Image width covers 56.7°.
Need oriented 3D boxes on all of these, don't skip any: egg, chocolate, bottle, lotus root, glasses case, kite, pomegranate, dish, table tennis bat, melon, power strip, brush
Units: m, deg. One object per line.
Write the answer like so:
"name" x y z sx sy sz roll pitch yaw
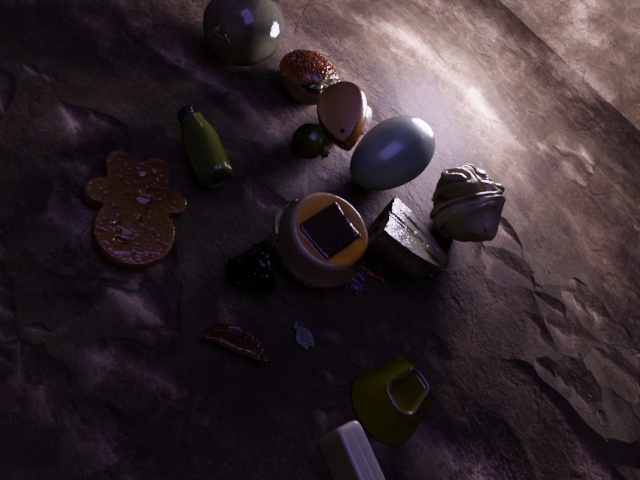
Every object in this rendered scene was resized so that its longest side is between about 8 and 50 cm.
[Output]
"egg" 0.248 -0.300 2.046 0.370 0.230 0.230 -33 81 -34
"chocolate" -0.198 0.080 1.642 0.133 0.156 0.156 -11 64 -4
"bottle" -0.354 -0.285 1.771 0.112 0.112 0.260 -13 68 -35
"lotus root" 0.281 0.029 1.921 0.260 0.149 0.267 40 30 -8
"glasses case" 0.104 0.612 1.457 0.070 0.131 0.313 -12 67 -34
"kite" 0.128 0.080 1.882 0.189 0.009 0.232 31 51 -9
"pomegranate" -0.035 -0.327 1.982 0.130 0.130 0.130 14 55 -22
"dish" 0.226 0.431 1.656 0.262 0.108 0.221 -28 79 -38
"table tennis bat" -0.584 -0.264 1.695 0.083 0.007 0.050 -20 72 -35
"melon" -0.258 -0.721 2.011 0.307 0.271 0.272 4 58 -48
"power strip" -0.046 0.262 1.655 0.055 0.035 0.083 -21 76 -37
"brush" 0.088 -0.400 2.035 0.174 0.166 0.267 -10 61 16

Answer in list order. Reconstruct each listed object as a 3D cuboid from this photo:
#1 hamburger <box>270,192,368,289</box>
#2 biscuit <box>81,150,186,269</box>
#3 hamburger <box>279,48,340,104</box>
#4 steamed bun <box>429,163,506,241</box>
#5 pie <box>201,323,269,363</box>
"hamburger" 0.000 0.000 1.759 0.301 0.170 0.302 12 60 -23
"biscuit" -0.499 -0.083 1.601 0.275 0.052 0.355 5 60 -27
"hamburger" -0.041 -0.590 2.118 0.236 0.147 0.237 16 51 -20
"steamed bun" 0.484 -0.128 2.043 0.203 0.276 0.289 25 58 -20
"pie" -0.218 0.264 1.558 0.191 0.033 0.088 25 36 -12
